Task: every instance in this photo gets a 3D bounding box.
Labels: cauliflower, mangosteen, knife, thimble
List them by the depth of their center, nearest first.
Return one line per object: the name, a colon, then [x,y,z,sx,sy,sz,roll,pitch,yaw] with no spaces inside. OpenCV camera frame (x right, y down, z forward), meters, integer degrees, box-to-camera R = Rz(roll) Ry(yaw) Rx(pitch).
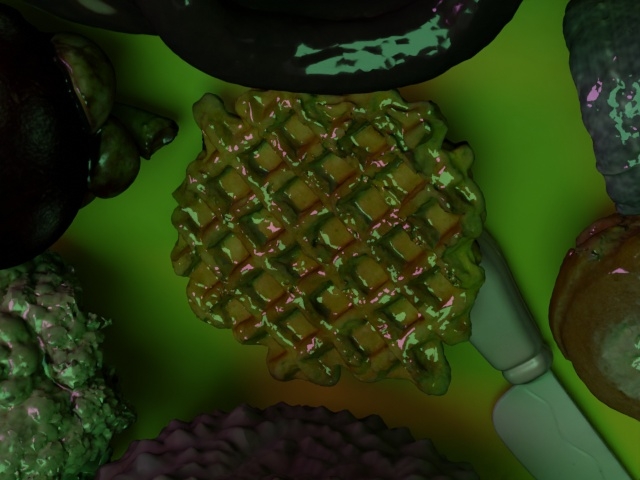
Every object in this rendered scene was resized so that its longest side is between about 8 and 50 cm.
thimble: [0.216,-0.095,0.785,0.098,0.150,0.150,-14,109,20]
mangosteen: [-0.217,-0.079,0.873,0.230,0.194,0.194,-15,112,-16]
knife: [0.164,0.127,0.950,0.081,0.043,0.336,-28,106,23]
cauliflower: [-0.262,0.135,0.976,0.272,0.275,0.250,-51,136,-3]

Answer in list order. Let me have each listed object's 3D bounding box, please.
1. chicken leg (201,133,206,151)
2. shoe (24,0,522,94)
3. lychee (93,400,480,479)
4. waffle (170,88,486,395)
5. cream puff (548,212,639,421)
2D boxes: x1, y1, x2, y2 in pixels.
chicken leg: [-0.066,-0.048,0.933,0.036,0.021,0.083,-11,113,6]
shoe: [-0.063,-0.186,0.753,0.384,0.237,0.171,5,114,10]
lychee: [-0.022,0.309,0.894,0.380,0.380,0.432,9,130,8]
waffle: [0.000,0.000,0.883,0.238,0.059,0.243,11,115,18]
cream puff: [0.235,0.044,0.854,0.150,0.115,0.165,29,133,6]
